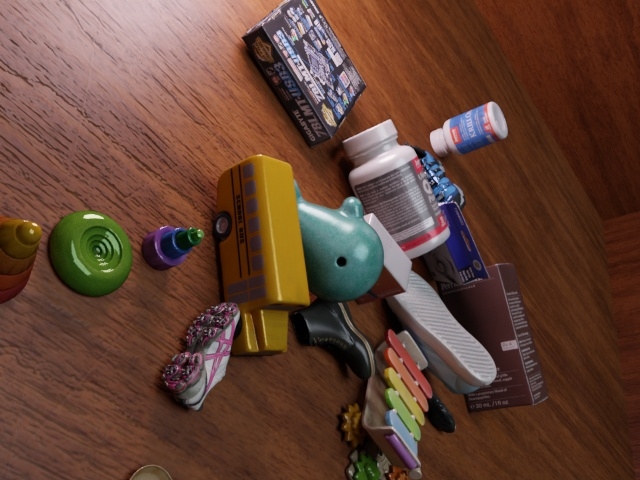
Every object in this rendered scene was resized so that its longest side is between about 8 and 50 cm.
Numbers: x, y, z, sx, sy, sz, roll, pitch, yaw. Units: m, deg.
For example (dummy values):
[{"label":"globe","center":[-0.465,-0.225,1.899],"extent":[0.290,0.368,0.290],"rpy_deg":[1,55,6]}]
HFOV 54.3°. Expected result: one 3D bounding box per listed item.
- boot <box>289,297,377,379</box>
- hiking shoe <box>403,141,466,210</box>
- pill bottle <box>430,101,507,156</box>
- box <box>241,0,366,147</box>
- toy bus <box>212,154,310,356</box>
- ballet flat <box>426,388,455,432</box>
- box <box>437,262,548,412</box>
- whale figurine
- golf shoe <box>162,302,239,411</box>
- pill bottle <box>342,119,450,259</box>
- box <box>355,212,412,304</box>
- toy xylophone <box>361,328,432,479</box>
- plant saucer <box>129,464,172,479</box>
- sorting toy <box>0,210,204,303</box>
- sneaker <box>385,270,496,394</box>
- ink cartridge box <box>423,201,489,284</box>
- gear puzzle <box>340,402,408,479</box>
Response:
[{"label":"boot","center":[0.021,0.209,1.248],"extent":[0.137,0.077,0.198],"rpy_deg":[-23,80,-51]},{"label":"hiking shoe","center":[0.299,-0.158,1.734],"extent":[0.132,0.113,0.304],"rpy_deg":[35,20,-27]},{"label":"pill bottle","center":[0.469,-0.344,1.991],"extent":[0.124,0.221,0.124],"rpy_deg":[30,51,-44]},{"label":"box","center":[-0.026,-0.416,1.479],"extent":[0.295,0.073,0.293],"rpy_deg":[54,38,-22]},{"label":"toy bus","center":[-0.102,0.030,1.101],"extent":[0.108,0.130,0.333],"rpy_deg":[13,63,-51]},{"label":"ballet flat","center":[0.282,0.402,1.512],"extent":[0.173,0.057,0.049],"rpy_deg":[56,32,-21]},{"label":"box","center":[0.475,0.268,1.727],"extent":[0.143,0.191,0.381],"rpy_deg":[5,70,-53]},{"label":"whale figurine","center":[0.000,0.000,1.199],"extent":[0.272,0.216,0.141],"rpy_deg":[44,3,-5]},{"label":"golf shoe","center":[-0.178,0.180,0.991],"extent":[0.186,0.067,0.086],"rpy_deg":[-60,139,-40]},{"label":"pill bottle","center":[0.175,-0.121,1.517],"extent":[0.176,0.176,0.318],"rpy_deg":[-36,104,-54]},{"label":"box","center":[0.100,0.044,1.374],"extent":[0.170,0.130,0.091],"rpy_deg":[49,39,-28]},{"label":"toy xylophone","center":[0.179,0.356,1.342],"extent":[0.236,0.081,0.323],"rpy_deg":[52,28,-28]},{"label":"plant saucer","center":[-0.238,0.353,0.858],"extent":[0.083,0.015,0.083],"rpy_deg":[27,53,-44]},{"label":"sorting toy","center":[-0.301,0.003,0.847],"extent":[0.365,0.126,0.127],"rpy_deg":[-2,75,-53]},{"label":"sneaker","center":[0.244,0.228,1.504],"extent":[0.366,0.150,0.135],"rpy_deg":[50,42,11]},{"label":"ink cartridge box","center":[0.324,0.009,1.641],"extent":[0.045,0.224,0.223],"rpy_deg":[-28,98,-18]},{"label":"gear puzzle","center":[0.131,0.481,1.275],"extent":[0.175,0.044,0.339],"rpy_deg":[-31,99,-55]}]
